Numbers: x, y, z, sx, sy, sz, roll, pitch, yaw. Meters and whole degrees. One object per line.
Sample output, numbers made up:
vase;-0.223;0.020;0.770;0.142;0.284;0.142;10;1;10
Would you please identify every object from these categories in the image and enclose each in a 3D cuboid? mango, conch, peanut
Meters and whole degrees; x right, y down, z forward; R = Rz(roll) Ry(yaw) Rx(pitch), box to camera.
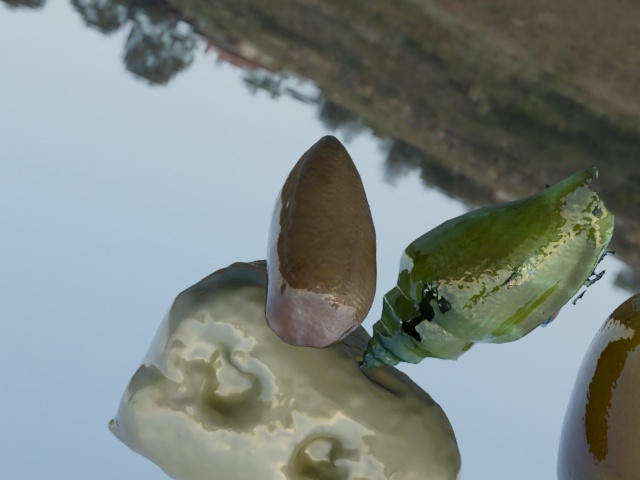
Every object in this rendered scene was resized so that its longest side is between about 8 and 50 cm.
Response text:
mango;0.240;0.137;1.113;0.113;0.253;0.138;-9;-137;-16
conch;0.107;0.027;1.015;0.095;0.201;0.079;55;-156;-30
peanut;0.000;0.000;0.986;0.076;0.076;0.152;20;-121;-22

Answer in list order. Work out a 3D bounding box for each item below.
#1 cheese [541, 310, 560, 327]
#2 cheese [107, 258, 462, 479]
cheese;0.209;0.042;1.345;0.017;0.111;0.047;9;-119;-9
cheese;-0.020;0.130;1.185;0.251;0.173;0.248;32;-173;-5
